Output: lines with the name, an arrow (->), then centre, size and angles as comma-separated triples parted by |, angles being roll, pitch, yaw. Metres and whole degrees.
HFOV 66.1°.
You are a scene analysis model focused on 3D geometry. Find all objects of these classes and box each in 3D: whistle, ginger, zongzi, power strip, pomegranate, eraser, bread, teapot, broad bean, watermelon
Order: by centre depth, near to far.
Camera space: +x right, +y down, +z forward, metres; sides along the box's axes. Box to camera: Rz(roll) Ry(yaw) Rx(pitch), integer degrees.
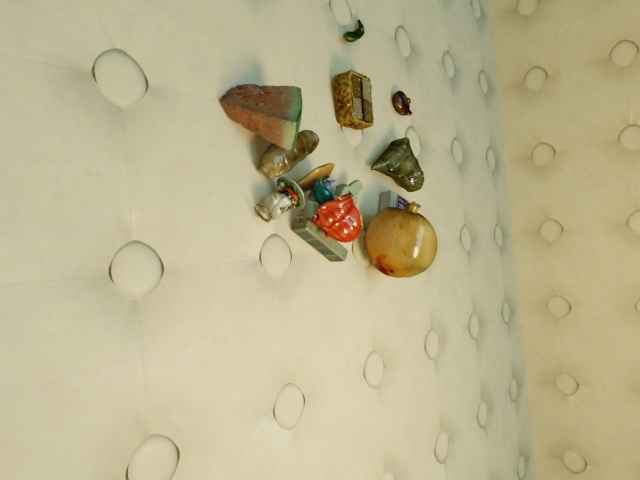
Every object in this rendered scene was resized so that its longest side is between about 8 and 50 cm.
watermelon -> -0.184, -0.411, 1.556 | 0.193, 0.256, 0.140 | -79, -176, -47
ginger -> -0.107, -0.300, 1.657 | 0.263, 0.109, 0.116 | -41, 114, -45
power strip -> 0.000, 0.000, 1.767 | 0.272, 0.078, 0.052 | 39, 59, -40
whistle -> 0.078, -0.155, 1.859 | 0.253, 0.106, 0.102 | -45, 135, -34
bread -> 0.133, -0.561, 1.979 | 0.181, 0.096, 0.222 | -8, 93, -49
pomegranate -> 0.330, -0.007, 1.994 | 0.319, 0.319, 0.319 | 8, 79, -49
broad bean -> 0.145, -0.870, 2.070 | 0.061, 0.046, 0.195 | 48, 46, -20
zongzi -> 0.341, -0.287, 2.168 | 0.274, 0.125, 0.251 | -48, 114, -39
eraser -> 0.344, -0.129, 2.194 | 0.210, 0.068, 0.124 | 24, 69, -45
teapot -> 0.390, -0.641, 2.302 | 0.129, 0.078, 0.098 | 57, 48, -28

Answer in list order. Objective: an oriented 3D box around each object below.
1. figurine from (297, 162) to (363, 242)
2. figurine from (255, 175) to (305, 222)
figurine -> 0.034, -0.114, 1.679 | 0.181, 0.208, 0.257 | -28, 76, -24
figurine -> -0.144, -0.123, 1.602 | 0.153, 0.132, 0.132 | -40, 116, -30
